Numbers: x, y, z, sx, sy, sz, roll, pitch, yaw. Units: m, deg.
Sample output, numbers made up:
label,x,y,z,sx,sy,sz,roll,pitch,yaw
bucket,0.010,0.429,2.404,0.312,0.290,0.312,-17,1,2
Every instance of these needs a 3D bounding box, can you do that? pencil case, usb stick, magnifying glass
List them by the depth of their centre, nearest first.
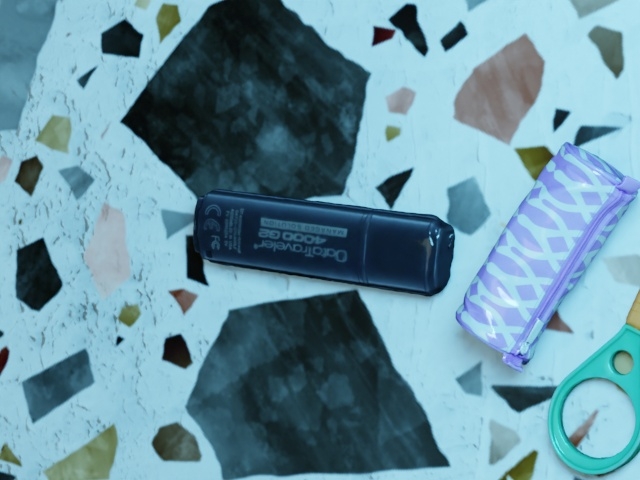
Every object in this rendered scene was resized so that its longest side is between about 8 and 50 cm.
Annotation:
label,x,y,z,sx,sy,sz,roll,pitch,yaw
magnifying glass,0.272,0.100,1.697,0.092,0.026,0.231,28,100,28
pencil case,0.201,0.014,1.705,0.206,0.086,0.088,-61,29,14
usb stick,0.000,0.000,1.845,0.278,0.045,0.077,8,98,29
